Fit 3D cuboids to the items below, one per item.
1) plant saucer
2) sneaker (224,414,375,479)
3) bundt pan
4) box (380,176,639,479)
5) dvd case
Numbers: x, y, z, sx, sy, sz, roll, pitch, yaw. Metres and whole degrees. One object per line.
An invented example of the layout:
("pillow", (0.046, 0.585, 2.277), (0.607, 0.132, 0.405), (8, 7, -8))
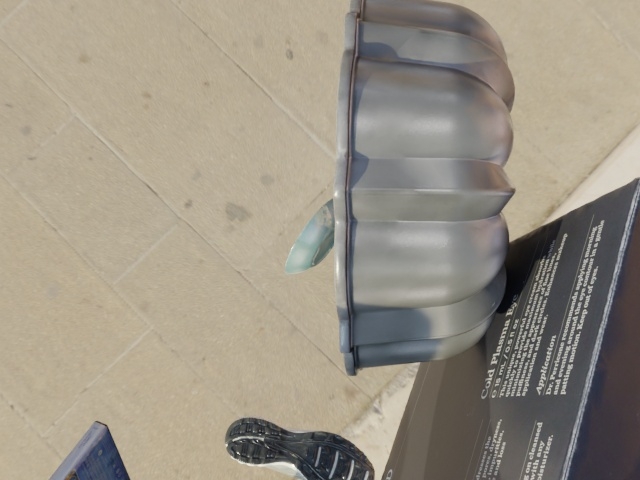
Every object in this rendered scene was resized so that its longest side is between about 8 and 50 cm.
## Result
("plant saucer", (0.000, 0.000, 1.425), (0.037, 0.195, 0.195), (35, 86, 13))
("sneaker", (-0.032, 0.382, 1.242), (0.272, 0.108, 0.100), (16, 75, 11))
("bundt pan", (0.091, -0.046, 0.587), (0.124, 0.331, 0.330), (2, 87, 9))
("box", (0.200, 0.172, 0.577), (0.179, 0.312, 0.343), (25, 72, -8))
("dvd case", (-0.314, 0.364, 0.815), (0.022, 0.180, 0.253), (15, 45, 19))
